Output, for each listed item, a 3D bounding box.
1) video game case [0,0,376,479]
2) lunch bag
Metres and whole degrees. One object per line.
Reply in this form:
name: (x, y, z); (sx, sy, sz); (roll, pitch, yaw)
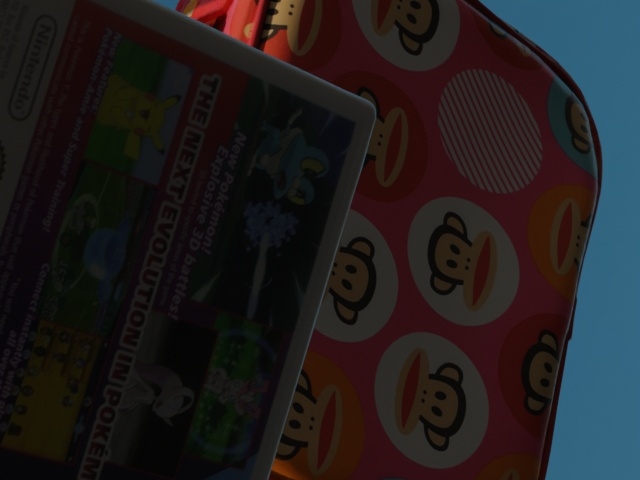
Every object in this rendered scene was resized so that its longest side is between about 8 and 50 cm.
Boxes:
video game case: (-0.084, 0.030, 0.448); (0.183, 0.023, 0.201); (22, -98, -38)
lunch bag: (0.000, 0.000, 0.850); (0.258, 0.120, 0.293); (31, -119, -29)
